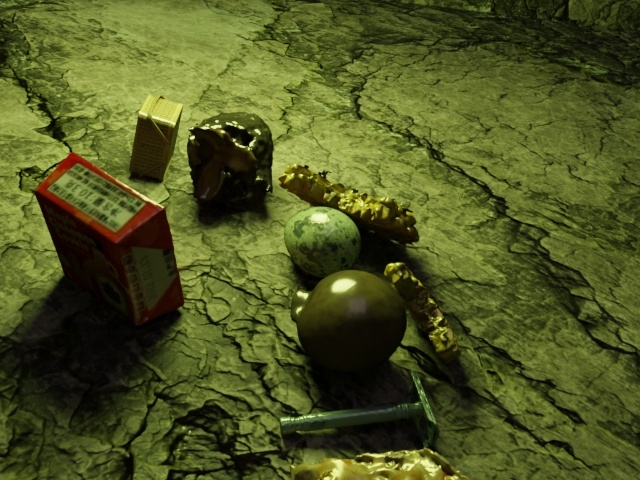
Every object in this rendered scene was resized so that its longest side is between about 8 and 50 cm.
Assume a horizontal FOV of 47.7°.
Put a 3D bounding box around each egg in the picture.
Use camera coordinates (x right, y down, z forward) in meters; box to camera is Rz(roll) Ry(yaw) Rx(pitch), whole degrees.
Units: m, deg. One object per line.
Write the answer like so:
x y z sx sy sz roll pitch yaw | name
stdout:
0.000 0.000 1.385 0.132 0.132 0.172 -22 33 -36 | egg

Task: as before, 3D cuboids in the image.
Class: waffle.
0.071 -0.072 1.445 0.293 0.069 0.260 24 -4 24 | waffle
0.177 0.118 1.242 0.051 0.194 0.149 -32 2 0 | waffle

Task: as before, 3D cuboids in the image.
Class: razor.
0.054 0.268 1.098 0.232 0.068 0.106 -5 36 -8 | razor

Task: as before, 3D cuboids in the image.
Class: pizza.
0.085 0.335 0.928 0.297 0.071 0.189 17 49 44 | pizza

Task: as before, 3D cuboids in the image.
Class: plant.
-0.189 -0.173 1.533 0.178 0.204 0.234 0 25 2 | plant

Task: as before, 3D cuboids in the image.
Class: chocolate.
-0.355 0.004 1.217 0.237 0.235 0.108 31 51 27 | chocolate

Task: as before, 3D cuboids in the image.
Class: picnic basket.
-0.361 -0.226 1.591 0.079 0.164 0.115 14 35 -9 | picnic basket

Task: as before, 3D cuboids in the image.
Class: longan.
0.039 0.129 1.190 0.204 0.159 0.185 19 35 27 | longan
